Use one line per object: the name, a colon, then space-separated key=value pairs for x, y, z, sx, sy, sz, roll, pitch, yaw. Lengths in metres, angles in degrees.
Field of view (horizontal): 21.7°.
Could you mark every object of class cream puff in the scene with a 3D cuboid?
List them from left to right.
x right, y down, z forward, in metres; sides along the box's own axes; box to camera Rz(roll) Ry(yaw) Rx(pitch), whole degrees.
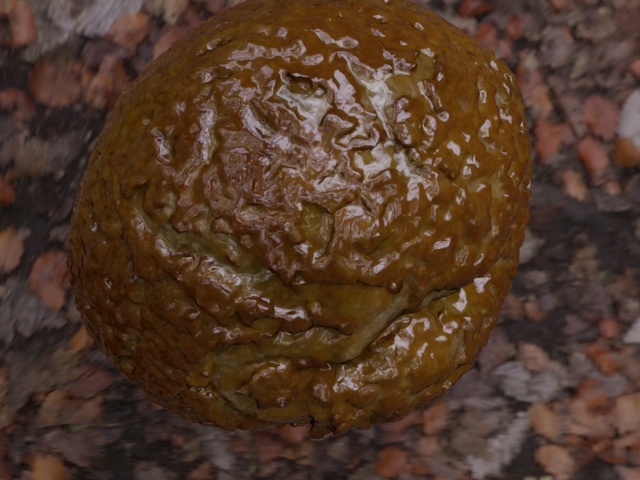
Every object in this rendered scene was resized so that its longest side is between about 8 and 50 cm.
cream puff: x=0.000 y=0.000 z=0.965 sx=0.303 sy=0.303 sz=0.212 roll=-24 pitch=58 yaw=-15
